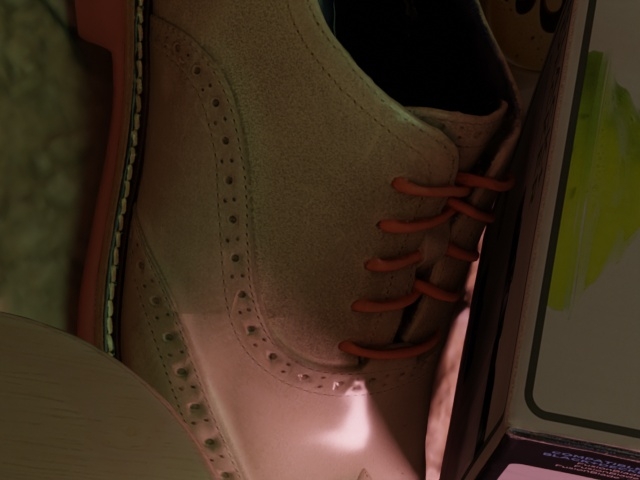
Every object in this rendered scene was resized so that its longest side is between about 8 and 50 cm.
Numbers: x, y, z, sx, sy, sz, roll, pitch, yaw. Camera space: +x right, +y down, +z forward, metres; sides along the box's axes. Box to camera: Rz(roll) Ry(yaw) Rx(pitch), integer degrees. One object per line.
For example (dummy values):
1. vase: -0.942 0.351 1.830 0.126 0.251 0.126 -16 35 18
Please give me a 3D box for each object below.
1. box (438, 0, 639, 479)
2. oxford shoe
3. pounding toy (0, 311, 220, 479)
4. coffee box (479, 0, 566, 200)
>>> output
1. box: 0.109 0.030 0.562 0.290 0.087 0.169 91 11 -73
2. oxford shoe: 0.000 0.000 0.536 0.140 0.147 0.396 -16 101 -47
3. pounding toy: -0.142 0.102 0.445 0.237 0.110 0.183 43 68 -2
4. coffee box: 0.175 -0.161 0.703 0.119 0.168 0.297 33 67 -39
